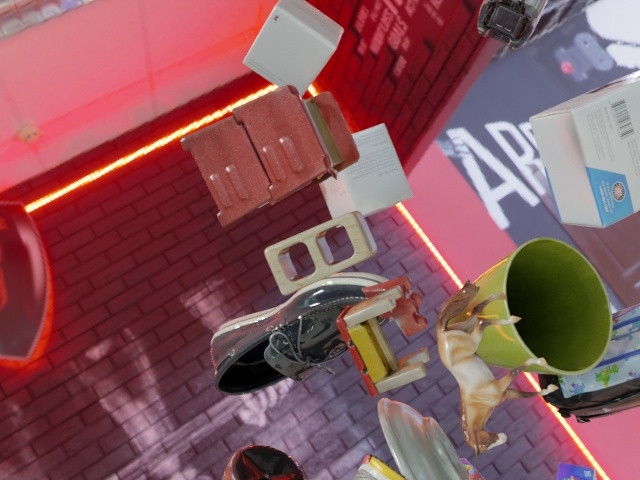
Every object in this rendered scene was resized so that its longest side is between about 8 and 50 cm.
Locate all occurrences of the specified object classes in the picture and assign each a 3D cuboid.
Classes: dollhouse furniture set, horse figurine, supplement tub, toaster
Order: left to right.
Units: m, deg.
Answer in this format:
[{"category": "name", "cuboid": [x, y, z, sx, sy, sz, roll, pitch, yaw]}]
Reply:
[{"category": "supplement tub", "cuboid": [-0.096, 0.373, 0.852, 0.106, 0.106, 0.198, -18, -48, -58]}, {"category": "dollhouse furniture set", "cuboid": [0.000, 0.000, 0.836, 0.152, 0.374, 0.201, -24, 2, 17]}, {"category": "horse figurine", "cuboid": [0.265, 0.196, 1.071, 0.174, 0.263, 0.066, -29, -3, 5]}, {"category": "toaster", "cuboid": [0.441, -0.543, 1.458, 0.147, 0.129, 0.227, -62, -9, -5]}]

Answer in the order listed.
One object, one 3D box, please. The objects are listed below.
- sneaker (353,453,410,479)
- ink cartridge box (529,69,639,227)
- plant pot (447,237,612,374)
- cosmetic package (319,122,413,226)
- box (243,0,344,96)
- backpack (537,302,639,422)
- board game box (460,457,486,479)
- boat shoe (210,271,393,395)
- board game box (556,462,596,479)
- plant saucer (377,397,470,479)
[{"category": "sneaker", "cuboid": [0.148, 0.464, 1.126, 0.093, 0.225, 0.088, -55, -44, -14]}, {"category": "ink cartridge box", "cuboid": [0.581, -0.187, 1.238, 0.307, 0.223, 0.129, -24, 11, -15]}, {"category": "plant pot", "cuboid": [0.412, 0.169, 1.413, 0.274, 0.275, 0.293, -29, -4, -30]}, {"category": "cosmetic package", "cuboid": [0.091, -0.148, 1.523, 0.151, 0.184, 0.151, -21, 0, -21]}, {"category": "box", "cuboid": [-0.038, -0.279, 0.939, 0.102, 0.101, 0.087, -50, 14, 32]}, {"category": "backpack", "cuboid": [0.742, 0.286, 1.567, 0.290, 0.274, 0.355, 24, -31, -39]}, {"category": "board game box", "cuboid": [0.377, 0.672, 1.826, 0.133, 0.033, 0.168, -40, 28, -6]}, {"category": "boat shoe", "cuboid": [-0.041, 0.209, 1.371, 0.500, 0.187, 0.156, -24, 39, 30]}, {"category": "board game box", "cuboid": [0.591, 0.707, 1.510, 0.078, 0.347, 0.233, 2, 47, 29]}, {"category": "plant saucer", "cuboid": [0.281, 0.550, 1.604, 0.100, 0.401, 0.400, -32, -10, 8]}]
